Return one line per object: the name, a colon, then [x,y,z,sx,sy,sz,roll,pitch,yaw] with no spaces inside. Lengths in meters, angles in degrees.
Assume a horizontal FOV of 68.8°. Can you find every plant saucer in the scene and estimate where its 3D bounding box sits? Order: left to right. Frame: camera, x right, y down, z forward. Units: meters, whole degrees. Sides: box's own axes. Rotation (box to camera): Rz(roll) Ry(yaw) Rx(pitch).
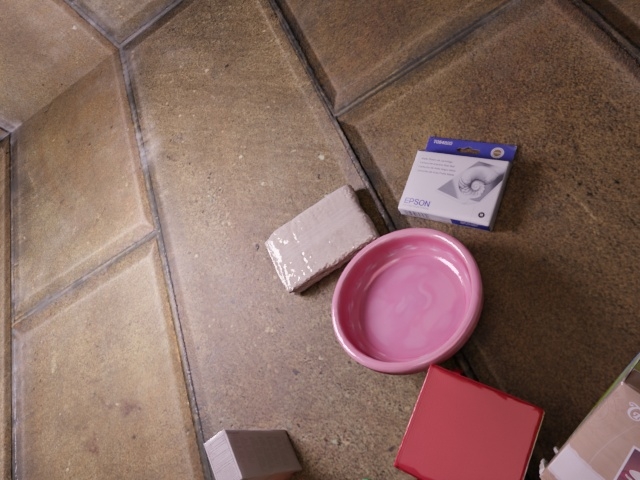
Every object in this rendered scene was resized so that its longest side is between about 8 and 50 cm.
plant saucer: [0.185,0.131,1.001,0.332,0.084,0.332,-20,48,24]

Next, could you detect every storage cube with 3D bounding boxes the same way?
storage cube: [0.272,0.356,0.835,0.193,0.183,0.215,16,77,29]

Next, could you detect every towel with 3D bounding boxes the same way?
towel: [0.000,0.000,1.201,0.282,0.049,0.187,-32,60,10]

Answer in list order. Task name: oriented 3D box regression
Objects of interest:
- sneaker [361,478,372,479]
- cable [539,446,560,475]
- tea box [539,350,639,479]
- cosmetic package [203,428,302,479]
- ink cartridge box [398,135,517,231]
sneaker: [0.055,0.603,0.903,0.295,0.109,0.123,-58,34,-3]
cable: [0.398,0.463,0.652,0.257,0.089,0.257,28,48,3]
tea box: [0.544,0.298,0.608,0.329,0.323,0.220,41,130,34]
cosmetic package: [-0.133,0.449,0.964,0.060,0.239,0.099,-36,58,10]
ink cartridge box: [0.322,-0.149,1.101,0.223,0.045,0.224,13,76,30]
